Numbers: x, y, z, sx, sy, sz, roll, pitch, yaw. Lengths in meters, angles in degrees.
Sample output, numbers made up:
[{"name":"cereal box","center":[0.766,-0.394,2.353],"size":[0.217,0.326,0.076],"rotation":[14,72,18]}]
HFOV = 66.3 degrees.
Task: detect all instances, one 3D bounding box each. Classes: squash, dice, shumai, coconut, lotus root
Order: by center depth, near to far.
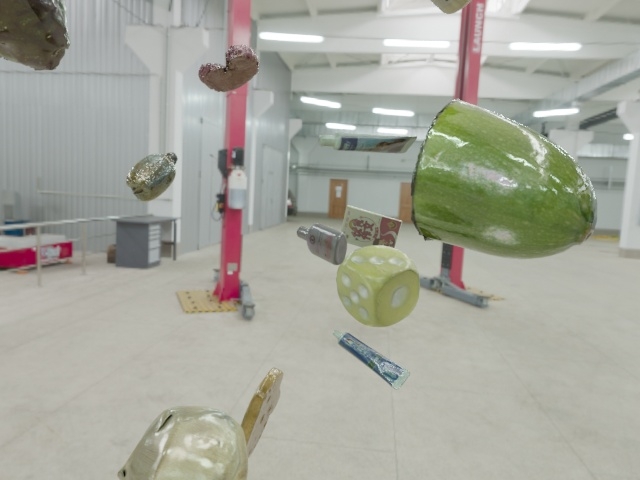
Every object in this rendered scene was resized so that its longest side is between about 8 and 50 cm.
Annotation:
[{"name":"coconut","center":[-0.245,0.405,0.879],"size":[0.225,0.223,0.224],"rotation":[3,6,0]},{"name":"squash","center":[0.383,-0.109,0.966],"size":[0.309,0.309,0.311],"rotation":[17,13,37]},{"name":"shumai","center":[-0.687,-0.504,1.029],"size":[0.324,0.397,0.323],"rotation":[-24,63,-38]},{"name":"dice","center":[0.157,0.122,1.339],"size":[0.166,0.169,0.169],"rotation":[-20,32,-30]},{"name":"lotus root","center":[-0.495,-0.199,1.463],"size":[0.088,0.113,0.192],"rotation":[-2,41,42]}]

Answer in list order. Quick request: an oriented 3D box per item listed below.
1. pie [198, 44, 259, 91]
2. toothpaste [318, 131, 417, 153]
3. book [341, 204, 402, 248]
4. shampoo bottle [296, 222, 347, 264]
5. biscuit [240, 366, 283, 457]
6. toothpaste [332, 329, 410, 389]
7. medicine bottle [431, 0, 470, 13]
[{"name":"pie","center":[-0.317,-0.604,1.734],"size":[0.219,0.053,0.204],"rotation":[-30,-13,24]},{"name":"toothpaste","center":[0.098,-0.205,1.026],"size":[0.217,0.037,0.062],"rotation":[-2,-22,-22]},{"name":"book","center":[0.201,-0.039,1.995],"size":[0.232,0.162,0.022],"rotation":[17,25,10]},{"name":"shampoo bottle","center":[0.000,0.000,1.163],"size":[0.040,0.079,0.165],"rotation":[-5,18,-36]},{"name":"biscuit","center":[-0.212,0.592,1.702],"size":[0.057,0.343,0.287],"rotation":[23,15,11]},{"name":"toothpaste","center":[0.106,0.259,1.099],"size":[0.197,0.034,0.057],"rotation":[31,51,26]},{"name":"medicine bottle","center":[0.206,-0.571,0.964],"size":[0.252,0.114,0.114],"rotation":[31,-7,-25]}]
